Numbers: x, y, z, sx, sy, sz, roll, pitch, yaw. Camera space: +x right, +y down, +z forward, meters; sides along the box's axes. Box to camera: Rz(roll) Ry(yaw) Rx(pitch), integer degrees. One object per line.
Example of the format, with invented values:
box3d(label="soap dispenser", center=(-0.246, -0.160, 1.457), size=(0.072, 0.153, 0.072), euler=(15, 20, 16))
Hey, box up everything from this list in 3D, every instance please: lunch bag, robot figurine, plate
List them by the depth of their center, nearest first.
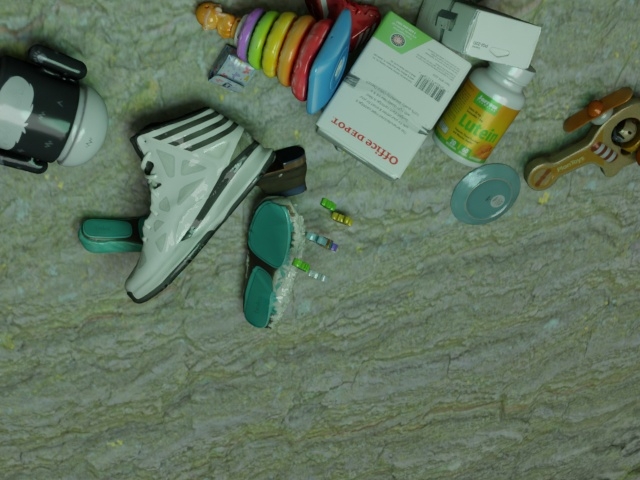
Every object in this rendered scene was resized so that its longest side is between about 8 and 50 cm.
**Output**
box3d(label="robot figurine", center=(-0.540, -0.243, 1.599), size=(0.278, 0.173, 0.209), euler=(17, 155, -30))
box3d(label="lunch bag", center=(-0.178, -0.340, 1.722), size=(0.071, 0.053, 0.083), euler=(22, 127, -31))
box3d(label="plate", center=(0.419, -0.109, 2.136), size=(0.188, 0.024, 0.188), euler=(-9, 129, -12))

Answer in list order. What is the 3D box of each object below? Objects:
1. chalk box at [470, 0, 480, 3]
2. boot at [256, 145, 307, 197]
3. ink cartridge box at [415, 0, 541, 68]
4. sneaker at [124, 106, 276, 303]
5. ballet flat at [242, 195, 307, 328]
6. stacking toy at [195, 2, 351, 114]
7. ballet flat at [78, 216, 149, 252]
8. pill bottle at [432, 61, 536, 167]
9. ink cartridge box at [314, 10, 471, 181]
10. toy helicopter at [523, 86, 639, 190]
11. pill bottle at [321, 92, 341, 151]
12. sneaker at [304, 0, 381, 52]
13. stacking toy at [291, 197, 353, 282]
box3d(label="chalk box", center=(0.312, -0.563, 1.659), size=(0.213, 0.132, 0.132), euler=(-24, 133, 2))
box3d(label="boot", center=(-0.129, -0.126, 1.894), size=(0.219, 0.082, 0.106), euler=(-18, 129, -7))
box3d(label="ink cartridge box", center=(0.311, -0.423, 1.707), size=(0.159, 0.218, 0.092), euler=(7, 113, -24))
box3d(label="sneaker", center=(-0.323, -0.093, 1.787), size=(0.257, 0.169, 0.447), euler=(40, 103, -6))
box3d(label="ballet flat", center=(-0.103, 0.037, 2.017), size=(0.147, 0.147, 0.408), euler=(-1, 133, -19))
box3d(label="stacking toy", center=(-0.101, -0.381, 1.624), size=(0.302, 0.175, 0.165), euler=(22, 155, 6))
box3d(label="ballet flat", center=(-0.416, -0.007, 1.904), size=(0.248, 0.083, 0.087), euler=(2, 151, -20))
box3d(label="pill bottle", center=(0.366, -0.296, 1.890), size=(0.136, 0.136, 0.245), euler=(15, 121, -29))
box3d(label="ink cartridge box", center=(0.140, -0.283, 1.706), size=(0.198, 0.115, 0.272), euler=(33, 89, -3))
box3d(label="toy helicopter", center=(0.652, -0.233, 2.046), size=(0.355, 0.140, 0.235), euler=(-27, 130, 6))
box3d(label="pill bottle", center=(0.121, -0.281, 1.825), size=(0.222, 0.124, 0.124), euler=(-19, 131, -2))
box3d(label="sneaker", center=(0.044, -0.470, 1.687), size=(0.128, 0.087, 0.221), euler=(-28, 144, -7))
box3d(label="stacking toy", center=(0.000, 0.000, 1.951), size=(0.166, 0.052, 0.221), euler=(-68, 161, -4))
